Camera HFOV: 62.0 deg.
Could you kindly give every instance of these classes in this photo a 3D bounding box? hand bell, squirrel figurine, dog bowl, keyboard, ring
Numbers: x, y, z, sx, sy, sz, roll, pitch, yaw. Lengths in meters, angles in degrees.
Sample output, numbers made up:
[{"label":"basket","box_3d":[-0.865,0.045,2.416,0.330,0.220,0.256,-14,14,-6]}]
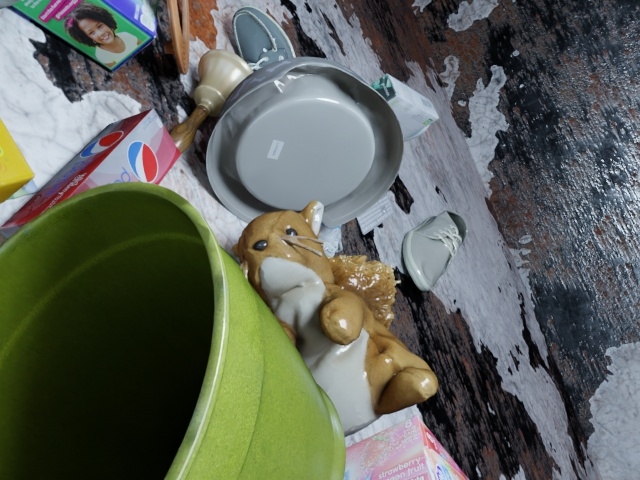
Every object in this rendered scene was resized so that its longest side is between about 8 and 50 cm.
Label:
[{"label":"hand bell","box_3d":[-0.217,-0.225,0.960,0.126,0.126,0.242,47,47,-28]},{"label":"squirrel figurine","box_3d":[-0.002,0.128,0.919,0.370,0.281,0.397,59,15,10]},{"label":"dog bowl","box_3d":[-0.031,-0.169,0.966,0.349,0.349,0.102,37,27,-39]},{"label":"keyboard","box_3d":[0.154,-0.080,1.498,0.072,0.014,0.256,64,30,-3]},{"label":"ring","box_3d":[-0.257,-0.461,0.917,0.336,0.032,0.336,178,-90,-82]}]

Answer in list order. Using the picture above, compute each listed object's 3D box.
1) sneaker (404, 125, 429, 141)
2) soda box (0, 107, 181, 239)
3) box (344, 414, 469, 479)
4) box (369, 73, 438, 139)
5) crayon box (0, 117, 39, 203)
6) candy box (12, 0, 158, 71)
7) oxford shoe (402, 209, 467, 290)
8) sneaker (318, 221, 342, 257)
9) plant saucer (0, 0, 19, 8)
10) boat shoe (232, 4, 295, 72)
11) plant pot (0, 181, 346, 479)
[{"label":"sneaker","box_3d":[0.092,-0.288,1.301,0.208,0.319,0.127,-29,119,-52]},{"label":"soda box","box_3d":[-0.287,-0.071,0.705,0.263,0.092,0.083,-73,145,-48]},{"label":"box","box_3d":[0.041,0.376,0.680,0.154,0.300,0.142,52,16,-20]},{"label":"box","box_3d":[0.074,-0.229,1.173,0.232,0.322,0.058,1,63,-58]},{"label":"crayon box","box_3d":[-0.440,-0.111,0.515,0.203,0.083,0.323,61,29,-7]},{"label":"candy box","box_3d":[-0.401,-0.455,0.788,0.317,0.122,0.268,27,46,-46]},{"label":"oxford shoe","box_3d":[0.364,0.012,1.651,0.169,0.130,0.449,62,31,-8]},{"label":"sneaker","box_3d":[0.000,0.000,1.145,0.191,0.071,0.083,-3,77,-58]},{"label":"plant saucer","box_3d":[-0.445,-0.256,0.464,0.400,0.100,0.400,13,27,-7]},{"label":"boat shoe","box_3d":[-0.112,-0.372,1.192,0.319,0.116,0.099,65,26,-11]},{"label":"plant pot","box_3d":[-0.148,0.193,0.535,0.353,0.366,0.366,49,32,-48]}]
